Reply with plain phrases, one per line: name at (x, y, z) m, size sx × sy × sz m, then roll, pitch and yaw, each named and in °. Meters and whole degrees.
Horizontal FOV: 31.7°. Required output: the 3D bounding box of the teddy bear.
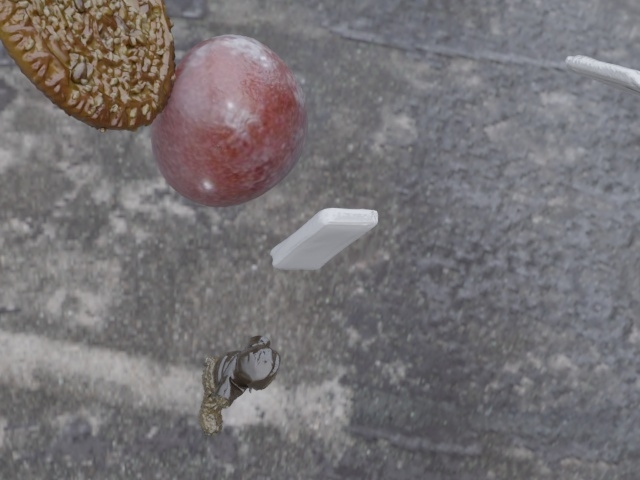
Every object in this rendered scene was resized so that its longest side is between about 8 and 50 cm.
teddy bear at (-0.113, 0.172, 1.429) m, size 0.078 × 0.160 × 0.119 m, roll 41°, pitch 45°, yaw -8°

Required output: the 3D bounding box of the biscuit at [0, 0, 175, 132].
biscuit at (-0.239, -0.252, 1.138) m, size 0.038 × 0.305 × 0.305 m, roll -19°, pitch 40°, yaw 25°

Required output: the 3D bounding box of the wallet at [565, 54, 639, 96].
wallet at (0.476, -0.253, 1.764) m, size 0.124 × 0.032 × 0.183 m, roll 19°, pitch 8°, yaw -31°

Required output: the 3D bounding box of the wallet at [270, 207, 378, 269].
wallet at (0.000, 0.000, 1.613) m, size 0.095 × 0.190 × 0.033 m, roll 4°, pitch 67°, yaw -31°

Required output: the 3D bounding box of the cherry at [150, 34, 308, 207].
cherry at (-0.127, -0.164, 1.612) m, size 0.213 × 0.285 × 0.236 m, roll 18°, pitch 52°, yaw 3°
